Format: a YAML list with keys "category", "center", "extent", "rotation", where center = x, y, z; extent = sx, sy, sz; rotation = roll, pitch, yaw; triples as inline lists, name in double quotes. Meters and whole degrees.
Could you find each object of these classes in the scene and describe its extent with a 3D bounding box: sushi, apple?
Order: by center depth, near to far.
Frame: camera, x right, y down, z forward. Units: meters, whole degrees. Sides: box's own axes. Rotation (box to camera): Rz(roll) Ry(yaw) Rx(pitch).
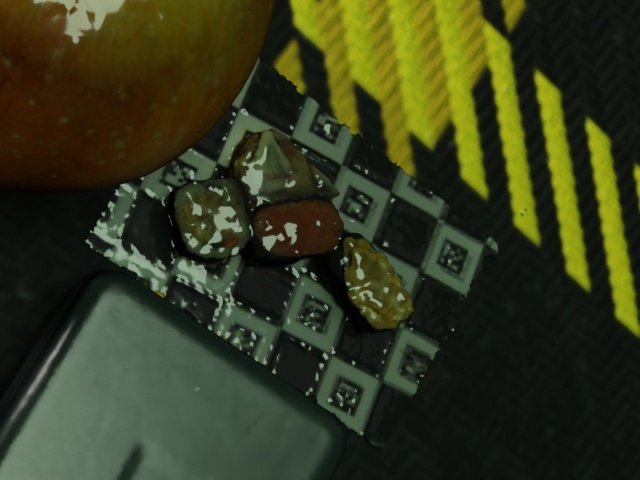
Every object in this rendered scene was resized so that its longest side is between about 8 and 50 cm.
- category: "apple"
  center: [-0.121, -0.134, 0.671]
  extent: [0.210, 0.173, 0.235]
  rotation: [29, 62, -15]
- category: "sushi"
  center: [0.000, 0.000, 0.785]
  extent: [0.201, 0.031, 0.139]
  rotation: [36, 68, -18]

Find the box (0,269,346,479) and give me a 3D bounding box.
- category: "box"
  center: [-0.098, 0.145, 0.704]
  extent: [0.160, 0.050, 0.230]
  rotation: [36, 69, -17]
